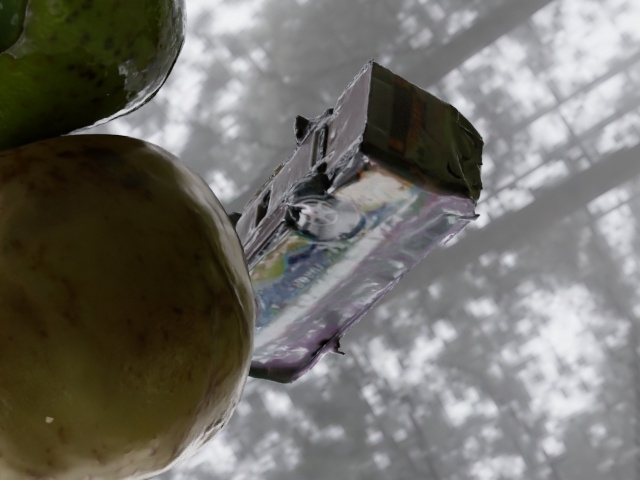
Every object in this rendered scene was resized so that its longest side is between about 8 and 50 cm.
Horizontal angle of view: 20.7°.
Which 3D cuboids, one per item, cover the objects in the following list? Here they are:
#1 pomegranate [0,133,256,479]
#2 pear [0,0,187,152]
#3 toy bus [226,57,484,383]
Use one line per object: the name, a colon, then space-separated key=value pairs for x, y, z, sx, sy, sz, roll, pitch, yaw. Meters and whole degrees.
pomegranate: x=-0.139 y=0.051 z=0.923 sx=0.215 sy=0.215 sz=0.215 roll=26 pitch=-132 yaw=-33
pear: x=-0.213 y=-0.125 z=0.957 sx=0.255 sy=0.238 sz=0.164 roll=28 pitch=-141 yaw=-12
toy bus: x=0.000 y=0.000 z=1.404 sx=0.138 sy=0.317 sz=0.112 roll=25 pitch=-133 yaw=-17
